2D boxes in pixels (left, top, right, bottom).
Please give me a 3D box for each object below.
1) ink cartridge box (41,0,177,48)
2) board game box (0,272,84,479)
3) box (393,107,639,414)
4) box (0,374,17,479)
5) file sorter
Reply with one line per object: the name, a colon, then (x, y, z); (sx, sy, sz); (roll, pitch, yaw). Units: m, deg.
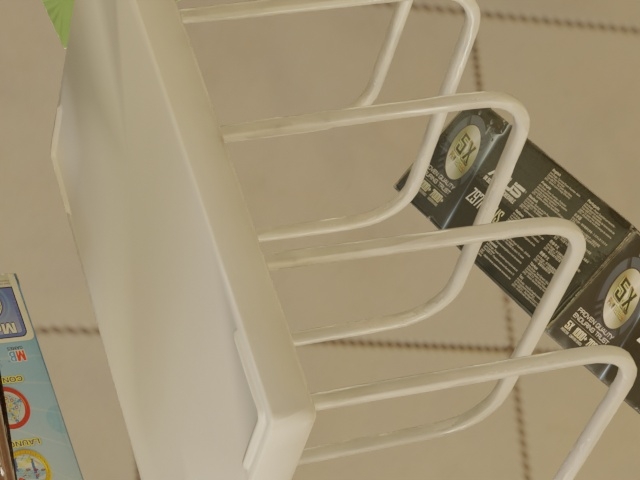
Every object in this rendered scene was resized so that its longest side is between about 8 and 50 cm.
ink cartridge box: (-0.090, -0.245, 1.244); (0.235, 0.056, 0.171); (-26, 94, -24)
board game box: (-0.371, 0.187, 1.674); (0.308, 0.086, 0.302); (-4, 61, -35)
box: (0.150, 0.015, 1.153); (0.077, 0.180, 0.147); (-48, 129, 4)
box: (-0.295, 0.023, 1.284); (0.143, 0.381, 0.191); (-9, 47, -10)
file sorter: (0.000, 0.000, 0.866); (0.173, 0.193, 0.277); (-7, 57, -19)
